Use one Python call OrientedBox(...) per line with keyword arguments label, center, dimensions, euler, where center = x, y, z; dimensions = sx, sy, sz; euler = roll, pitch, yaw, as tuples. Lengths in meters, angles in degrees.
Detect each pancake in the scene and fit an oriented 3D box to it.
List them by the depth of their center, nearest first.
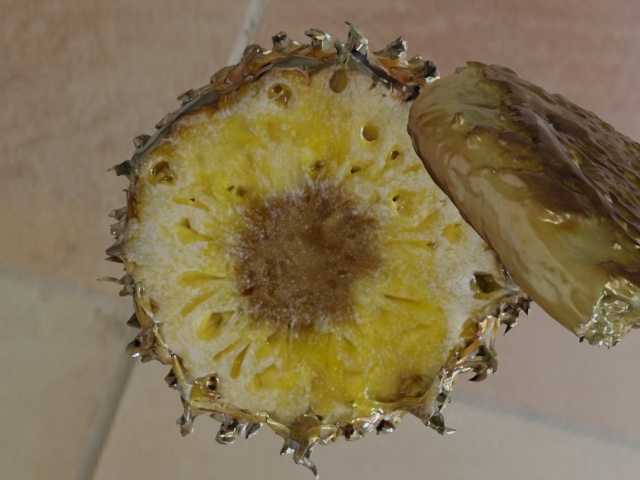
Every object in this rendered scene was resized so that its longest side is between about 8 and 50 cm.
OrientedBox(label="pancake", center=(0.147, -0.001, 0.926), dimensions=(0.244, 0.266, 0.057), euler=(24, 111, -34))

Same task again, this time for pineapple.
OrientedBox(label="pineapple", center=(0.003, 0.001, 1.518), dimensions=(0.352, 0.300, 0.352), euler=(0, 90, 4))
